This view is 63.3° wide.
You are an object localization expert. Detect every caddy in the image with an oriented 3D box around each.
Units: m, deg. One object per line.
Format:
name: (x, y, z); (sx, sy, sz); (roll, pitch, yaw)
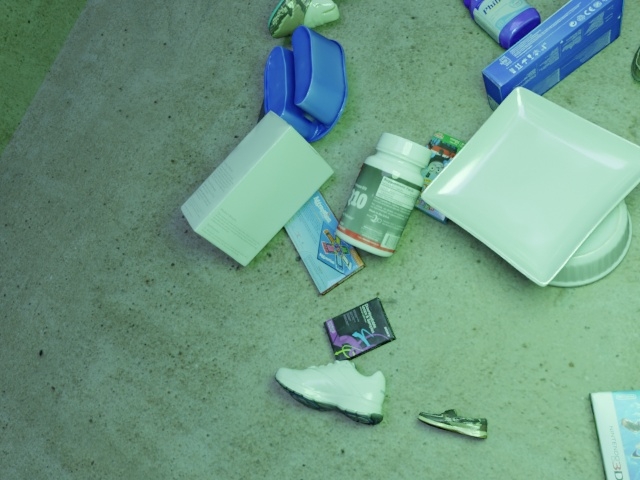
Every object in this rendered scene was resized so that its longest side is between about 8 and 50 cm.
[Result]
caddy: (-0.035, -0.464, 1.560); (0.241, 0.179, 0.341); (-24, 61, 42)

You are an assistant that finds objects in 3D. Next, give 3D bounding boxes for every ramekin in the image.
ramekin: (0.546, -0.040, 1.158); (0.273, 0.127, 0.272); (-8, 69, 22)

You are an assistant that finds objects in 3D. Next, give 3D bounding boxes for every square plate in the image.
square plate: (0.457, -0.127, 1.130); (0.347, 0.049, 0.344); (-48, 58, 2)

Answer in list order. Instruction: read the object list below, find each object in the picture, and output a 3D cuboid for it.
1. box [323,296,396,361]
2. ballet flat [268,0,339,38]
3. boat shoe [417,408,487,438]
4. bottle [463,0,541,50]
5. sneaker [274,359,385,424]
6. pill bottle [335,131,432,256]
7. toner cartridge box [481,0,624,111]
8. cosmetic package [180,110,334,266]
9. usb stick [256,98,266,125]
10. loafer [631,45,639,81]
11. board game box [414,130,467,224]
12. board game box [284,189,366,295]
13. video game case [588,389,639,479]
box: (0.098, 0.229, 1.323); (0.162, 0.029, 0.116); (-27, 62, 12)
ballet flat: (0.032, -0.831, 1.687); (0.182, 0.164, 0.482); (36, 87, 10)
boat shoe: (0.295, 0.401, 1.158); (0.152, 0.056, 0.049); (10, 71, 18)
bottle: (0.478, -0.647, 1.434); (0.118, 0.092, 0.283); (-36, 61, 10)
sneaker: (0.027, 0.357, 1.283); (0.297, 0.111, 0.129); (9, 60, 23)
pill bottle: (0.161, -0.115, 1.307); (0.161, 0.161, 0.283); (27, 100, 30)
toner cartridge box: (0.572, -0.463, 1.282); (0.348, 0.165, 0.075); (-37, 60, 7)
cosmetic package: (-0.177, -0.144, 1.467); (0.385, 0.217, 0.156); (-46, 41, 0)
usb stick: (-0.178, -0.334, 1.649); (0.077, 0.045, 0.278); (5, 73, 27)
loafer: (0.810, -0.487, 1.223); (0.094, 0.087, 0.251); (21, 81, 29)
board game box: (0.317, -0.167, 1.362); (0.160, 0.039, 0.211); (33, 88, 31)
board game box: (0.000, 0.000, 1.454); (0.145, 0.027, 0.281); (-36, 61, 11)
video game case: (0.675, 0.405, 0.973); (0.270, 0.061, 0.244); (-10, 69, 21)
